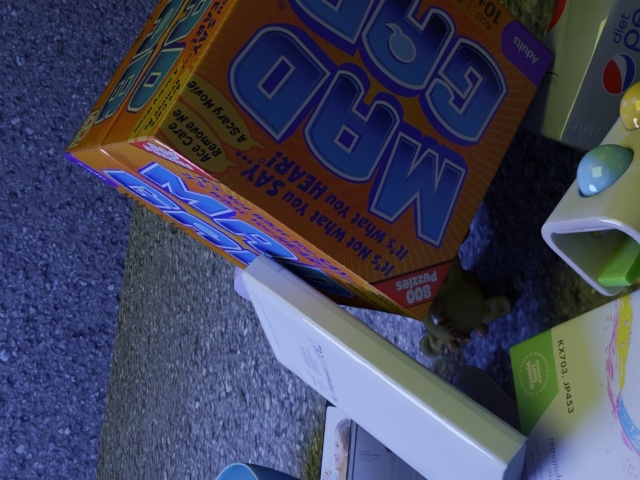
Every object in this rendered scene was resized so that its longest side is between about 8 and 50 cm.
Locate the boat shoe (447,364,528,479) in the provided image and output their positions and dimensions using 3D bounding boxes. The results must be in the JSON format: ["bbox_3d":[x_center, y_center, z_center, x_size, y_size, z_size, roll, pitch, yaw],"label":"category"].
[{"bbox_3d":[0.229,0.241,1.047,0.206,0.075,0.065,54,171,48],"label":"boat shoe"}]

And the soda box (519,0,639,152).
[{"bbox_3d":[0.330,-0.248,0.975,0.098,0.091,0.286,43,118,59],"label":"soda box"}]

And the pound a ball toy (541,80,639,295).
[{"bbox_3d":[0.350,-0.110,0.723,0.319,0.136,0.208,-52,13,-14],"label":"pound a ball toy"}]

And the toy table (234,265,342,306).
[{"bbox_3d":[0.000,0.000,1.342,0.252,0.274,0.161,106,163,-55],"label":"toy table"}]

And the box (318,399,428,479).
[{"bbox_3d":[0.089,0.337,1.144,0.087,0.169,0.290,-14,70,64],"label":"box"}]

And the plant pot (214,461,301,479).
[{"bbox_3d":[-0.053,0.500,1.317,0.290,0.195,0.290,-31,53,55],"label":"plant pot"}]

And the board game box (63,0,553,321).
[{"bbox_3d":[-0.024,-0.160,1.011,0.356,0.356,0.356,5,63,60],"label":"board game box"}]

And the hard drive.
[{"bbox_3d":[0.070,0.174,0.960,0.353,0.047,0.233,34,158,28],"label":"hard drive"}]

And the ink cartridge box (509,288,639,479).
[{"bbox_3d":[0.343,0.146,0.776,0.353,0.119,0.207,-40,46,51],"label":"ink cartridge box"}]

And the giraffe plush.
[{"bbox_3d":[0.162,0.053,1.129,0.181,0.170,0.210,-31,12,51],"label":"giraffe plush"}]
